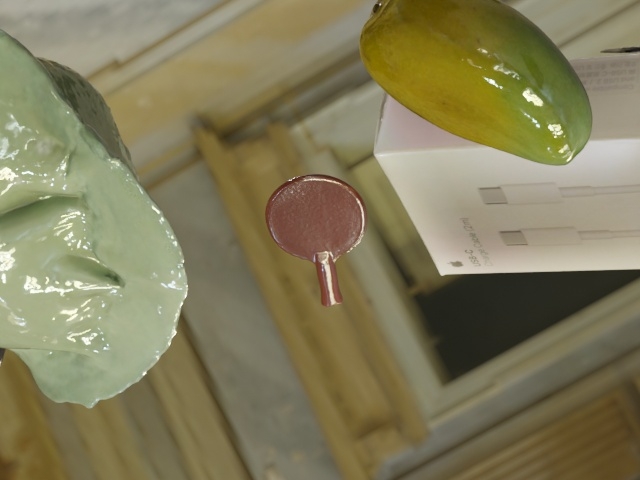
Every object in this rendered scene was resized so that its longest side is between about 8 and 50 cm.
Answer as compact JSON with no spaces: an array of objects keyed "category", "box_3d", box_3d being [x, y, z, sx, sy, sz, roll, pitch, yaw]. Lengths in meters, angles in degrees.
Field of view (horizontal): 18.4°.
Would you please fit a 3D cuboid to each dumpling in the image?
[{"category":"dumpling","box_3d":[-0.240,-0.043,1.662,0.321,0.270,0.211,41,-147,-36]}]

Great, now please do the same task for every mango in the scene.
[{"category":"mango","box_3d":[0.121,-0.127,1.506,0.195,0.092,0.130,38,148,3]}]

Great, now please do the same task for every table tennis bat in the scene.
[{"category":"table tennis bat","box_3d":[0.000,0.000,1.914,0.019,0.098,0.154,-88,-10,-54]}]

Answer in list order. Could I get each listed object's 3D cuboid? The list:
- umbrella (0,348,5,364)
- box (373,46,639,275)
[{"category":"umbrella","box_3d":[-0.360,0.122,2.079,0.059,0.066,0.235,16,-115,-24]},{"category":"box","box_3d":[0.200,-0.065,1.758,0.203,0.252,0.106,58,-142,-51]}]
